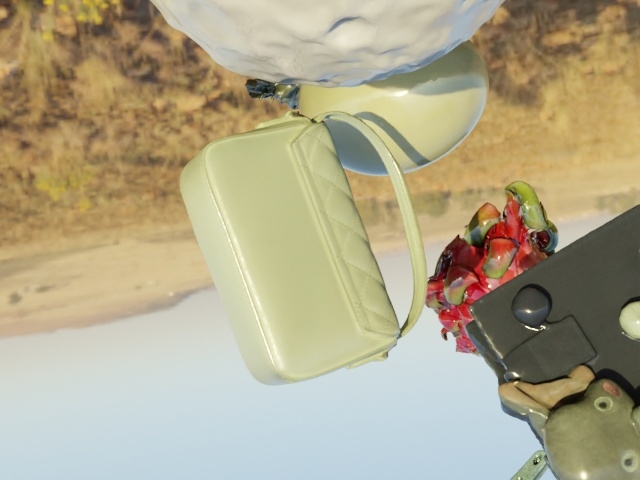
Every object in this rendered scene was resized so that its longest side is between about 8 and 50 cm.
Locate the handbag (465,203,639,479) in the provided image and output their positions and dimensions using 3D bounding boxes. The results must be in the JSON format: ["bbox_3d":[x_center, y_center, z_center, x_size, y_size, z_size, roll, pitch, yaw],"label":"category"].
[{"bbox_3d":[0.289,0.148,0.806,0.269,0.326,0.118,-29,154,-10],"label":"handbag"}]

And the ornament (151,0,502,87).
[{"bbox_3d":[0.004,-0.270,0.649,0.337,0.337,0.337,-10,178,0],"label":"ornament"}]

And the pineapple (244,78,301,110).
[{"bbox_3d":[0.002,-0.270,1.331,0.170,0.141,0.310,-11,169,-38],"label":"pineapple"}]

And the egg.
[{"bbox_3d":[0.084,-0.170,1.100,0.241,0.186,0.186,-3,-177,41],"label":"egg"}]

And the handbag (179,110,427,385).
[{"bbox_3d":[0.000,0.000,0.894,0.219,0.256,0.079,-18,177,-29],"label":"handbag"}]

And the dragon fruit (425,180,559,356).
[{"bbox_3d":[0.254,0.058,1.329,0.218,0.198,0.273,0,157,12],"label":"dragon fruit"}]

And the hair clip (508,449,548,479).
[{"bbox_3d":[0.187,0.345,1.156,0.275,0.083,0.048,-27,-152,-30],"label":"hair clip"}]
